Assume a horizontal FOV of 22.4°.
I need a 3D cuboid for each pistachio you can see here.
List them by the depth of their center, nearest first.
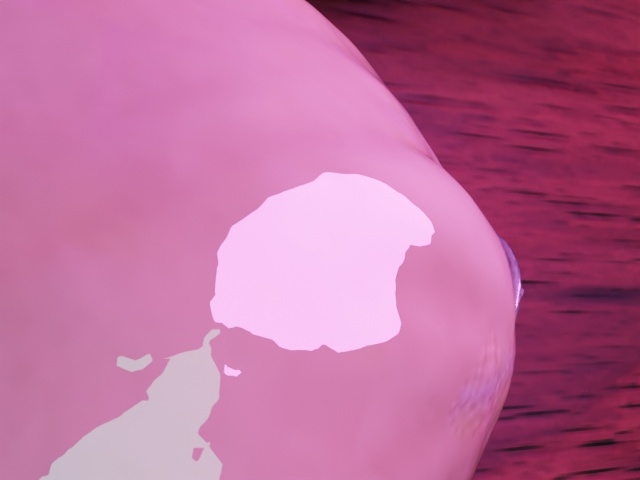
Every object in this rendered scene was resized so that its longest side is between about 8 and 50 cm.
[{"bbox_3d":[-0.112,0.101,0.529,0.445,0.281,0.365,-45,118,-22],"label":"pistachio"}]

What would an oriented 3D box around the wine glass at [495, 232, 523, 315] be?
[{"bbox_3d":[0.000,0.000,0.763,0.202,0.093,0.092,28,65,-41],"label":"wine glass"}]
